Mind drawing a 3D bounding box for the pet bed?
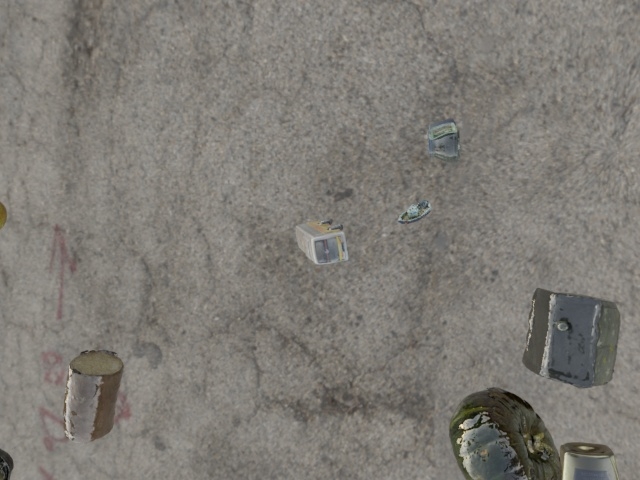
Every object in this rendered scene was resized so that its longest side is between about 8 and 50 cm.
[{"bbox_3d":[0.571,0.226,1.158,0.183,0.159,0.211,11,92,60],"label":"pet bed"}]

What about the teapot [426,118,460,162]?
[{"bbox_3d":[0.221,-0.179,0.896,0.057,0.066,0.088,-2,142,16],"label":"teapot"}]

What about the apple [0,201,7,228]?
[{"bbox_3d":[-0.866,-0.062,1.278,0.114,0.102,0.099,-10,130,23],"label":"apple"}]

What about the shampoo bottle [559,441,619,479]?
[{"bbox_3d":[0.599,0.635,1.101,0.125,0.084,0.350,-4,87,16],"label":"shampoo bottle"}]

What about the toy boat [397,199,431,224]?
[{"bbox_3d":[0.200,-0.060,1.072,0.083,0.038,0.038,-30,81,-9],"label":"toy boat"}]

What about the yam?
[{"bbox_3d":[-0.347,0.238,0.761,0.084,0.084,0.127,20,107,27],"label":"yam"}]

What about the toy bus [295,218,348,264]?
[{"bbox_3d":[0.000,0.000,1.358,0.106,0.268,0.092,-11,102,-11],"label":"toy bus"}]

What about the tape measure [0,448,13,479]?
[{"bbox_3d":[-0.756,0.446,0.965,0.271,0.231,0.133,53,162,-8],"label":"tape measure"}]

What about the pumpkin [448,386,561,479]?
[{"bbox_3d":[0.357,0.396,0.958,0.159,0.238,0.238,-33,81,28],"label":"pumpkin"}]
